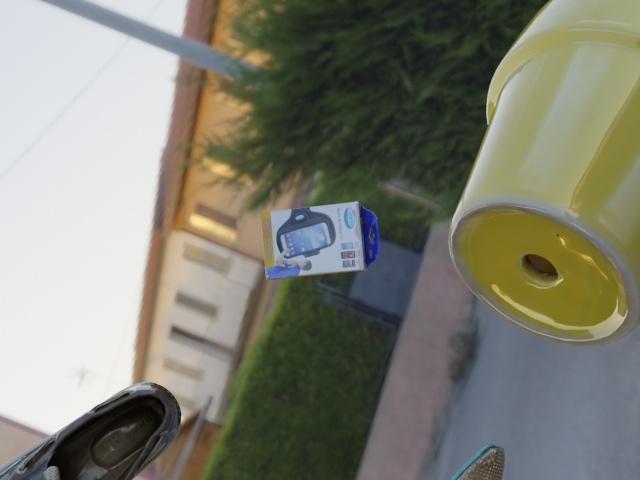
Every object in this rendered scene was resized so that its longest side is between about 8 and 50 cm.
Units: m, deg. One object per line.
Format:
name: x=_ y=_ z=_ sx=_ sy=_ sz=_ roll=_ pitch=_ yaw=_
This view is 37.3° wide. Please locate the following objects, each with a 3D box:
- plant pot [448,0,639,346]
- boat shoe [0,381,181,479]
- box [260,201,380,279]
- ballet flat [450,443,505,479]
plant pot: x=0.232 y=-0.051 z=0.798 sx=0.239 sy=0.254 sz=0.254 roll=-51 pitch=-8 yaw=-29
boat shoe: x=-0.228 y=0.211 z=0.804 sx=0.257 sy=0.095 sz=0.095 roll=-44 pitch=0 yaw=-19
box: x=0.000 y=0.000 z=1.113 sx=0.028 sy=0.136 sz=0.081 roll=9 pitch=-105 yaw=-74
ballet flat: x=0.146 y=0.314 z=1.037 sx=0.073 sy=0.067 sz=0.206 roll=16 pitch=-63 yaw=-49
